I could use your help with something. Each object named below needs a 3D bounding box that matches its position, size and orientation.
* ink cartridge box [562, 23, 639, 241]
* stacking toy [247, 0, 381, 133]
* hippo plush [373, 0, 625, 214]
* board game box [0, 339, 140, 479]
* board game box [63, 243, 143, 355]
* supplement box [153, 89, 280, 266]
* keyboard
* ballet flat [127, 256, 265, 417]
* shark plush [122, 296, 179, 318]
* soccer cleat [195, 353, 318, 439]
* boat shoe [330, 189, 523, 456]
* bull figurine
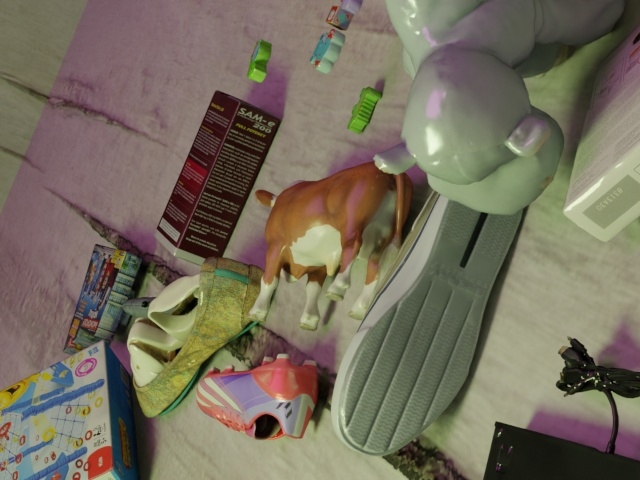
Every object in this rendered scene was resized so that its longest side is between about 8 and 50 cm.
[{"bbox_3d":[0.288,-0.126,1.141,0.181,0.056,0.224,-46,13,42],"label":"ink cartridge box"},{"bbox_3d":[0.026,-0.259,1.657,0.221,0.167,0.052,-66,23,2],"label":"stacking toy"},{"bbox_3d":[0.158,-0.158,1.194,0.234,0.294,0.236,-16,59,18],"label":"hippo plush"},{"bbox_3d":[-0.419,0.323,2.021,0.302,0.086,0.308,-26,33,5],"label":"board game box"},{"bbox_3d":[-0.358,0.110,2.310,0.194,0.060,0.194,10,80,67],"label":"board game box"},{"bbox_3d":[-0.152,-0.089,2.017,0.239,0.073,0.130,-67,24,5],"label":"supplement box"},{"bbox_3d":[0.216,0.179,1.025,0.317,0.033,0.201,6,81,65],"label":"keyboard"},{"bbox_3d":[-0.192,0.125,1.861,0.348,0.123,0.123,-44,33,44],"label":"ballet flat"},{"bbox_3d":[-0.239,0.108,2.036,0.073,0.067,0.161,-68,23,-1],"label":"shark plush"},{"bbox_3d":[-0.082,0.193,1.609,0.248,0.083,0.095,-23,54,56],"label":"soccer cleat"},{"bbox_3d":[0.101,0.065,1.314,0.302,0.109,0.094,-61,9,-9],"label":"boat shoe"},{"bbox_3d":[0.000,0.000,1.573,0.310,0.101,0.188,-24,52,62],"label":"bull figurine"}]
